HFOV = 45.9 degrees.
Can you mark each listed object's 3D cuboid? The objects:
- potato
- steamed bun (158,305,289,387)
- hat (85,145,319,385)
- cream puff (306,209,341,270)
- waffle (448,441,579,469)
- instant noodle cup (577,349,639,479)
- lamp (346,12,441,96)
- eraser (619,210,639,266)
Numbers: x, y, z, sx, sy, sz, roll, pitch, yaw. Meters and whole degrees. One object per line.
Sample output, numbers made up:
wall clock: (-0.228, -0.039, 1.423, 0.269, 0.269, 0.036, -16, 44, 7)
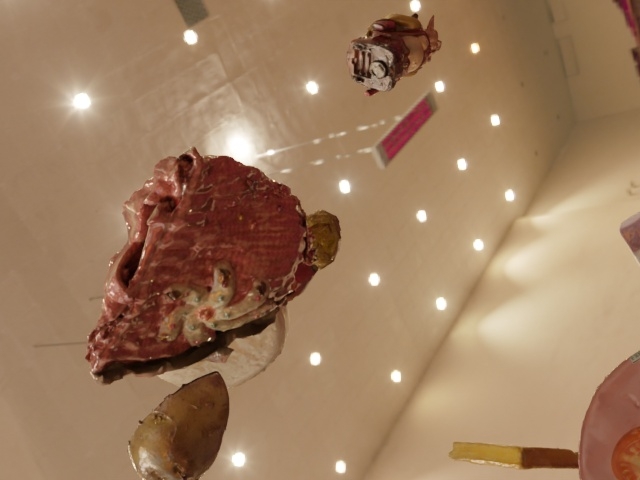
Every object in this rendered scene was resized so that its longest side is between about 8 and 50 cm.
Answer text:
potato: (-0.179, 0.264, 0.982, 0.100, 0.089, 0.172, 13, -67, -45)
steamed bun: (-0.198, 0.130, 1.374, 0.283, 0.283, 0.177, 48, -165, -34)
hat: (-0.085, 0.029, 0.744, 0.286, 0.107, 0.237, -1, -55, -59)
cream puff: (0.000, 0.000, 1.034, 0.083, 0.058, 0.083, -43, -45, -79)
waffle: (0.283, 0.300, 1.044, 0.191, 0.125, 0.032, 18, -111, -41)
instant noodle cup: (0.394, 0.237, 0.722, 0.231, 0.243, 0.243, 44, -128, -48)
lamp: (0.147, -0.345, 1.348, 0.253, 0.118, 0.118, -37, -69, -45)
eraser: (0.364, 0.014, 0.786, 0.105, 0.065, 0.026, 63, -163, 20)
